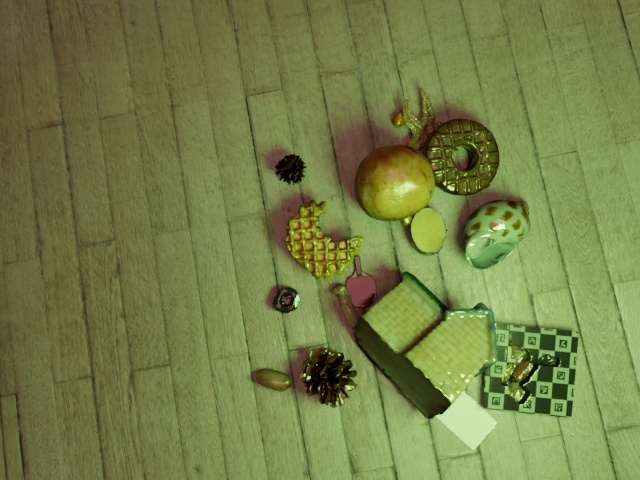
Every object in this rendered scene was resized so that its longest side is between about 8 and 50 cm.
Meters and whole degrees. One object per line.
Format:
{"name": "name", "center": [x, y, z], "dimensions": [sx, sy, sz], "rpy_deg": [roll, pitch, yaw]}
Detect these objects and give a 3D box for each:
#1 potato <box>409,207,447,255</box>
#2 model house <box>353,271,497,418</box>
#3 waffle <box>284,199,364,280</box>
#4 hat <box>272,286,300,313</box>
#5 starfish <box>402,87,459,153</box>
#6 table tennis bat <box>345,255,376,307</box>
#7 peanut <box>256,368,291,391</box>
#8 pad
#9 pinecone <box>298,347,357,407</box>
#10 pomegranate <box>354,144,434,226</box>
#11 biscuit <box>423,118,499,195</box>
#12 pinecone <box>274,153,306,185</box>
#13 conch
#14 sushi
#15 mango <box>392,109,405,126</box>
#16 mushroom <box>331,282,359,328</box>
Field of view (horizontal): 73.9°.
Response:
{"name": "potato", "center": [0.442, -0.035, 1.784], "dimensions": [0.163, 0.081, 0.201], "rpy_deg": [5, 80, -9]}
{"name": "model house", "center": [0.417, 0.367, 1.630], "dimensions": [0.399, 0.395, 0.445], "rpy_deg": [-39, 66, -18]}
{"name": "waffle", "center": [0.000, 0.000, 1.765], "dimensions": [0.261, 0.151, 0.324], "rpy_deg": [-45, 80, -4]}
{"name": "hat", "center": [-0.145, 0.252, 1.792], "dimensions": [0.121, 0.050, 0.121], "rpy_deg": [0, 81, -2]}
{"name": "starfish", "center": [0.474, -0.484, 1.837], "dimensions": [0.301, 0.060, 0.300], "rpy_deg": [19, 84, -6]}
{"name": "table tennis bat", "center": [0.168, 0.176, 1.802], "dimensions": [0.130, 0.019, 0.221], "rpy_deg": [-7, 85, 3]}
{"name": "peanut", "center": [-0.192, 0.573, 1.750], "dimensions": [0.151, 0.076, 0.076], "rpy_deg": [14, 85, 9]}
{"name": "pad", "center": [0.585, 0.718, 1.732], "dimensions": [0.232, 0.004, 0.156], "rpy_deg": [42, 87, 6]}
{"name": "pinecone", "center": [0.041, 0.543, 1.684], "dimensions": [0.228, 0.201, 0.203], "rpy_deg": [17, 100, -20]}
{"name": "pomegranate", "center": [0.303, -0.211, 1.695], "dimensions": [0.341, 0.342, 0.344], "rpy_deg": [0, 84, 3]}
{"name": "biscuit", "center": [0.585, -0.347, 1.774], "dimensions": [0.331, 0.103, 0.333], "rpy_deg": [0, 91, -6]}
{"name": "pinecone", "center": [-0.124, -0.298, 1.815], "dimensions": [0.140, 0.140, 0.121], "rpy_deg": [-40, 116, -2]}
{"name": "conch", "center": [0.717, -0.044, 1.716], "dimensions": [0.367, 0.197, 0.250], "rpy_deg": [-19, 120, -4]}
{"name": "sushi", "center": [0.833, 0.515, 1.713], "dimensions": [0.358, 0.064, 0.344], "rpy_deg": [5, 88, 2]}
{"name": "mango", "center": [0.351, -0.535, 1.855], "dimensions": [0.059, 0.046, 0.089], "rpy_deg": [28, 82, 6]}
{"name": "mushroom", "center": [0.110, 0.277, 1.776], "dimensions": [0.059, 0.054, 0.202], "rpy_deg": [-23, 90, 37]}
